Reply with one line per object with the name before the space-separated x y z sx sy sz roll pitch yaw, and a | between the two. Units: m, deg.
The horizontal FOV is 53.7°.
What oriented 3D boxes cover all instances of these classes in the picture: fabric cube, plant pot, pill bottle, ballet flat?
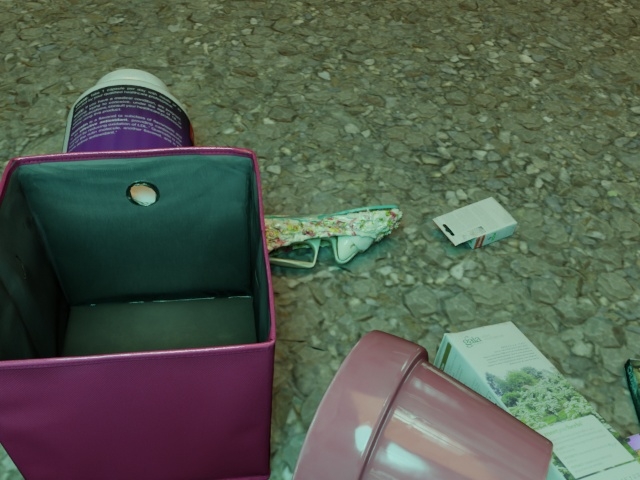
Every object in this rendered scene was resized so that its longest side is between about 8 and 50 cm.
fabric cube | -0.180 0.085 0.658 0.254 0.258 0.259 -4 47 -7
plant pot | 0.095 0.201 0.559 0.180 0.201 0.201 19 48 21
pill bottle | -0.264 -0.097 0.876 0.181 0.181 0.323 -4 47 -9
ballet flat | 0.000 0.000 0.889 0.241 0.091 0.077 -5 77 -4

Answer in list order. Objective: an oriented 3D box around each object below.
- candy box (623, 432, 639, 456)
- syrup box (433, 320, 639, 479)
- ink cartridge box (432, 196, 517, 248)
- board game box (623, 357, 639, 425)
candy box | 0.398 0.267 0.639 0.196 0.070 0.165 -13 56 -11
syrup box | 0.218 0.197 0.660 0.093 0.096 0.237 -6 34 -23
ink cartridge box | 0.229 -0.021 0.948 0.115 0.029 0.063 -19 51 -20
board game box | 0.471 0.206 0.754 0.186 0.026 0.126 5 47 0
